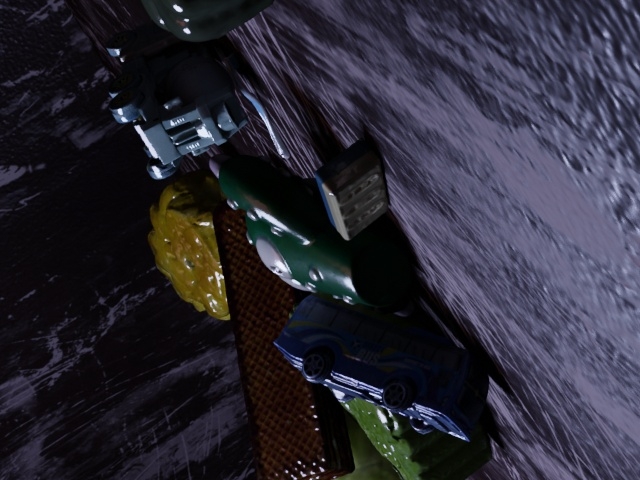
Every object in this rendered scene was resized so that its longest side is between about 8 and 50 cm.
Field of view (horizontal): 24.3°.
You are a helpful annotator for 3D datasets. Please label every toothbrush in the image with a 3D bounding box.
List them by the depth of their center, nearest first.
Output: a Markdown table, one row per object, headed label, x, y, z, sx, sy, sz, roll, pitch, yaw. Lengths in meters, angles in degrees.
| label | x | y | z | sx | sy | sz | roll | pitch | yaw |
| --- | --- | --- | --- | --- | --- | --- | --- | --- | --- |
| toothbrush | -0.074 | -0.153 | 1.736 | 0.014 | 0.017 | 0.162 | 23 | 150 | 46 |

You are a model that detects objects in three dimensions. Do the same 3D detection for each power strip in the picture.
| label | x | y | z | sx | sy | sz | roll | pitch | yaw |
| --- | --- | --- | --- | --- | --- | --- | --- | --- | --- |
| power strip | 0.031 | -0.044 | 1.371 | 0.032 | 0.056 | 0.123 | 52 | 173 | 21 |

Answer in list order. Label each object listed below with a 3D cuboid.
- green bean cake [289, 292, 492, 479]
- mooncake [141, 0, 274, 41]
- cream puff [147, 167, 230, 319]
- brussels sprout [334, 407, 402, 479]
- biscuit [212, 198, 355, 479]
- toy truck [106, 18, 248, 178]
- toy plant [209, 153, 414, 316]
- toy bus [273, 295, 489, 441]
| label | x | y | z | sx | sy | sz | roll | pitch | yaw |
| --- | --- | --- | --- | --- | --- | --- | --- | --- | --- |
| green bean cake | 0.079 | 0.160 | 1.711 | 0.248 | 0.125 | 0.222 | 50 | 171 | 42 |
| mooncake | -0.111 | -0.247 | 1.224 | 0.168 | 0.104 | 0.175 | 58 | 172 | 34 |
| cream puff | -0.154 | 0.006 | 2.286 | 0.244 | 0.196 | 0.244 | 52 | 172 | 10 |
| brussels sprout | 0.015 | 0.239 | 2.032 | 0.274 | 0.242 | 0.316 | 63 | 179 | -1 |
| biscuit | -0.049 | 0.118 | 1.867 | 0.073 | 0.107 | 0.388 | 16 | -122 | -57 |
| toy truck | -0.168 | -0.180 | 1.762 | 0.108 | 0.140 | 0.256 | 60 | -171 | -34 |
| toy plant | -0.003 | -0.003 | 1.551 | 0.243 | 0.112 | 0.232 | 34 | 173 | 24 |
| toy bus | 0.063 | 0.129 | 1.532 | 0.236 | 0.094 | 0.079 | 17 | 166 | 38 |
